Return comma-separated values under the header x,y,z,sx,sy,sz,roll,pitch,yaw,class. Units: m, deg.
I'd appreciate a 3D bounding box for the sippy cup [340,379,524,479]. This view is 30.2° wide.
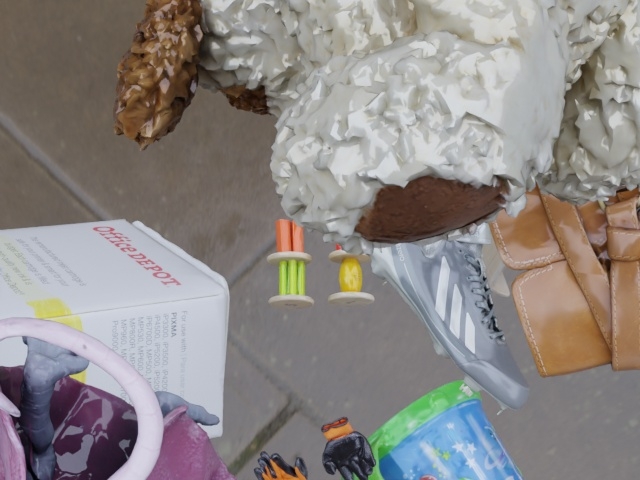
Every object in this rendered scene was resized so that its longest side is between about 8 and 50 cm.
x,y,z,sx,sy,sz,roll,pitch,yaw,class
0.183,0.353,1.656,0.305,0.240,0.224,-25,64,-27,sippy cup

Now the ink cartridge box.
x,y,z,sx,sy,sz,roll,pitch,yaw,class
-0.315,0.100,1.144,0.384,0.279,0.160,-7,109,-28,ink cartridge box

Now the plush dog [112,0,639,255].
x,y,z,sx,sy,sz,roll,pitch,yaw,class
0.026,-0.110,0.548,0.262,0.225,0.211,-14,100,-51,plush dog

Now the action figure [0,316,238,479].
x,y,z,sx,sy,sz,roll,pitch,yaw,class
-0.181,0.263,0.784,0.248,0.276,0.370,25,74,-5,action figure

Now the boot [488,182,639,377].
x,y,z,sx,sy,sz,roll,pitch,yaw,class
0.206,-0.061,0.729,0.220,0.109,0.283,-18,78,25,boot

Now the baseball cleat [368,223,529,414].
x,y,z,sx,sy,sz,roll,pitch,yaw,class
0.120,0.040,0.982,0.109,0.072,0.206,-44,78,13,baseball cleat

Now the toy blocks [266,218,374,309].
x,y,z,sx,sy,sz,roll,pitch,yaw,class
0.000,0.000,1.349,0.123,0.054,0.148,-3,74,9,toy blocks

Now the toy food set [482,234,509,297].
x,y,z,sx,sy,sz,roll,pitch,yaw,class
0.340,-0.081,1.991,0.092,0.306,0.220,6,47,-23,toy food set

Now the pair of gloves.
x,y,z,sx,sy,sz,roll,pitch,yaw,class
-0.003,0.162,0.854,0.083,0.074,0.010,-26,42,4,pair of gloves
